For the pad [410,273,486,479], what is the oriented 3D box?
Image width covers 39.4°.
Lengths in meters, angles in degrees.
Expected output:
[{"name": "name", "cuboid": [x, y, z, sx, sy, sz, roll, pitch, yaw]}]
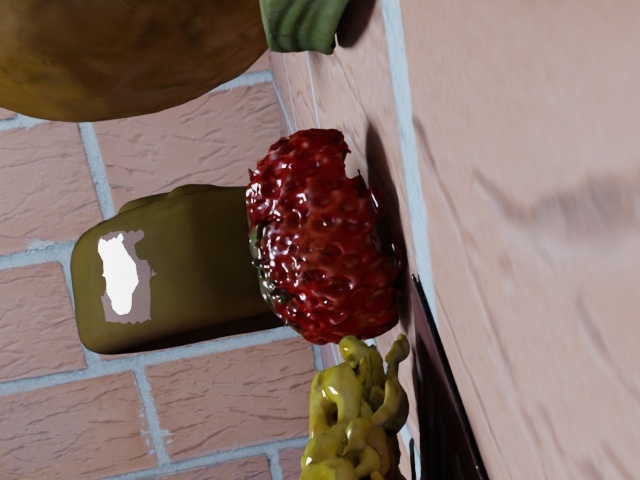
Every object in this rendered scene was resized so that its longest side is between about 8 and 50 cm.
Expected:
[{"name": "pad", "cuboid": [0.080, 0.186, 0.418, 0.300, 0.005, 0.202, -103, 4, -47]}]

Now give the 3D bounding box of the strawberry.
[{"name": "strawberry", "cuboid": [0.000, 0.000, 0.552, 0.145, 0.086, 0.145, 171, 90, -89]}]

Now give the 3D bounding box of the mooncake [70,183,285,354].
[{"name": "mooncake", "cuboid": [-0.082, 0.018, 0.702, 0.235, 0.234, 0.117, 94, 167, -79]}]

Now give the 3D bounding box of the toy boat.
[{"name": "toy boat", "cuboid": [-0.011, -0.152, 0.492, 0.293, 0.055, 0.093, -126, 23, -84]}]

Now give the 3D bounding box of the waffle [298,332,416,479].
[{"name": "waffle", "cuboid": [0.022, 0.192, 0.465, 0.280, 0.060, 0.262, -76, -17, -68]}]

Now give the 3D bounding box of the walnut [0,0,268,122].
[{"name": "walnut", "cuboid": [-0.204, -0.287, 0.801, 0.308, 0.398, 0.354, 4, 106, 53]}]
